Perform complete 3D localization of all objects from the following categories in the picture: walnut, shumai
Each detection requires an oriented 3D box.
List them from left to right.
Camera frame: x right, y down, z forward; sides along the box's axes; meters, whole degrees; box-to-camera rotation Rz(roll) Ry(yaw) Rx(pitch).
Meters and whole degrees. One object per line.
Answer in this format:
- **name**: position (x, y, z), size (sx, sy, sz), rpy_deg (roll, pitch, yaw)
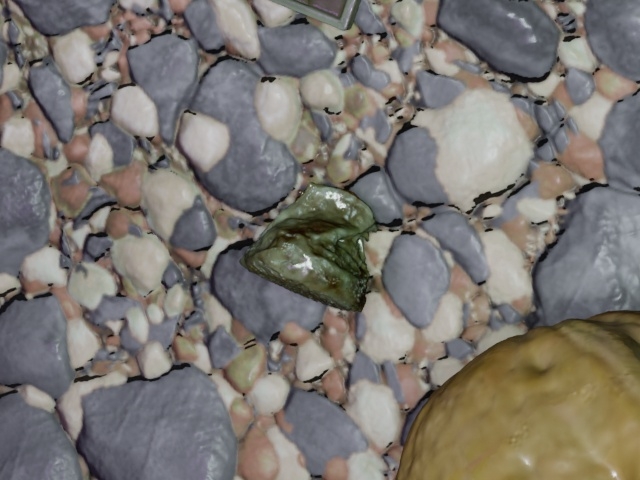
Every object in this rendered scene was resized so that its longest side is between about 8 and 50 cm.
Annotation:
- **shumai**: position (0.001, 0.001, 1.426), size (0.099, 0.124, 0.087), rpy_deg (25, 86, -11)
- **walnut**: position (0.209, 0.204, 1.263), size (0.333, 0.333, 0.333), rpy_deg (3, 99, 21)

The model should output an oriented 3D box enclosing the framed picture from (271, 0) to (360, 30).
- **framed picture**: position (-0.011, -0.280, 1.430), size (0.150, 0.015, 0.203), rpy_deg (23, 105, 16)
